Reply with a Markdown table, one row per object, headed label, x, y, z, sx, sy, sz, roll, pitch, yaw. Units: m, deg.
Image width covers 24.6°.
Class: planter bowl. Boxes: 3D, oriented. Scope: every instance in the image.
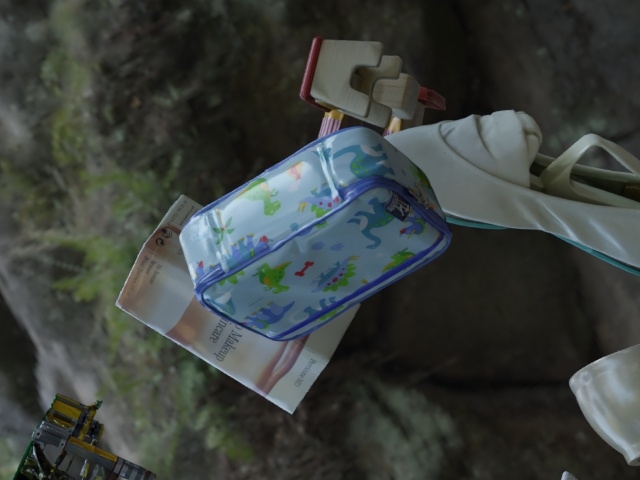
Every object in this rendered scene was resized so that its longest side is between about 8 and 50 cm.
| label | x | y | z | sx | sy | sz | roll | pitch | yaw |
| --- | --- | --- | --- | --- | --- | --- | --- | --- | --- |
| planter bowl | 0.366 | 0.182 | 1.610 | 0.162 | 0.162 | 0.109 | 54 | -160 | -68 |

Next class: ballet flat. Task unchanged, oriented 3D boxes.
| label | x | y | z | sx | sy | sz | roll | pitch | yaw |
| --- | --- | --- | --- | --- | --- | --- | --- | --- | --- |
| ballet flat | 0.240 | -0.073 | 1.607 | 0.400 | 0.139 | 0.139 | 16 | -157 | -20 |

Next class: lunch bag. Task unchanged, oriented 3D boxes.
| label | x | y | z | sx | sy | sz | roll | pitch | yaw |
| --- | --- | --- | --- | --- | --- | --- | --- | --- | --- |
| lunch bag | 0.000 | 0.000 | 1.334 | 0.176 | 0.219 | 0.090 | 37 | -152 | -54 |

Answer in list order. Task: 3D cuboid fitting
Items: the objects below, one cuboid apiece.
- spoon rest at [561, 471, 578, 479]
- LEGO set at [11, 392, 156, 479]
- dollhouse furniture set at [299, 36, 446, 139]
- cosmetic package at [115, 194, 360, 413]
| label | x | y | z | sx | sy | sz | roll | pitch | yaw |
| --- | --- | --- | --- | --- | --- | --- | --- | --- | --- |
| spoon rest | 0.209 | 0.365 | 1.795 | 0.137 | 0.276 | 0.084 | 43 | -137 | -15 |
| LEGO set | -0.355 | 0.395 | 2.099 | 0.192 | 0.331 | 0.255 | 25 | 173 | -5 |
| dollhouse furniture set | 0.018 | -0.102 | 1.639 | 0.374 | 0.152 | 0.201 | 13 | -90 | -74 |
| cosmetic package | -0.116 | 0.090 | 2.043 | 0.296 | 0.153 | 0.129 | 30 | -135 | 0 |
